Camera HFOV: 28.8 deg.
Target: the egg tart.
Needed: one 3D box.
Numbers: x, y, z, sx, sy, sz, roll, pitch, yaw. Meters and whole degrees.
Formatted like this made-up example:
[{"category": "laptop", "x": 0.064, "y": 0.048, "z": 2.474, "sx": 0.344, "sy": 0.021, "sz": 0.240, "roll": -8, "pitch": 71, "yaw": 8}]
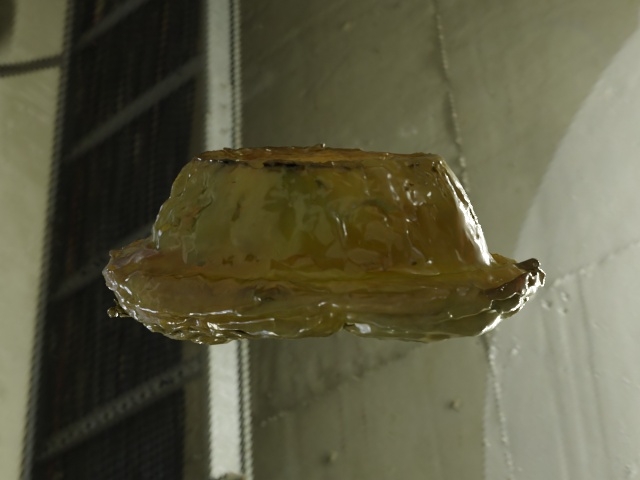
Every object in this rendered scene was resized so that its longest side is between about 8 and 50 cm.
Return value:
[{"category": "egg tart", "x": 0.000, "y": 0.000, "z": 0.805, "sx": 0.288, "sy": 0.288, "sz": 0.118, "roll": 10, "pitch": -80, "yaw": 48}]
